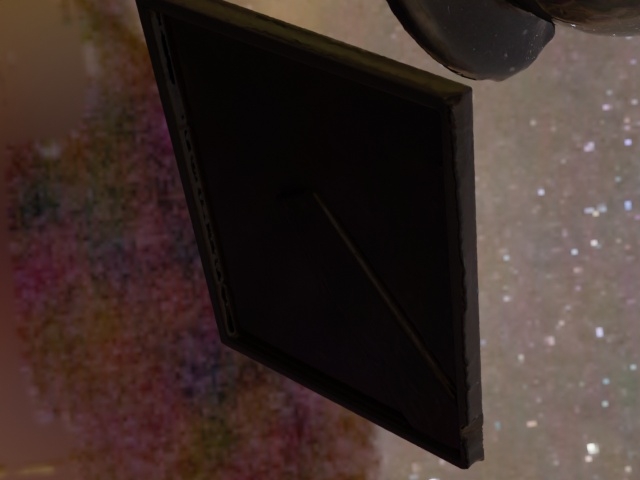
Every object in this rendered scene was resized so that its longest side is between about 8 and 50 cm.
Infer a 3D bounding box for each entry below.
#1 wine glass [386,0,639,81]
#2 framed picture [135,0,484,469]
[{"bbox_3d":[0.111,-0.122,0.374,0.204,0.111,0.111,-18,-106,43],"label":"wine glass"},{"bbox_3d":[0.000,0.000,0.741,0.211,0.020,0.290,24,-38,31],"label":"framed picture"}]
